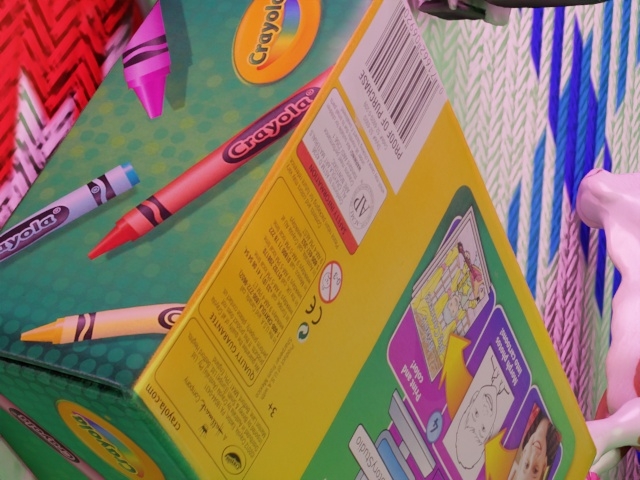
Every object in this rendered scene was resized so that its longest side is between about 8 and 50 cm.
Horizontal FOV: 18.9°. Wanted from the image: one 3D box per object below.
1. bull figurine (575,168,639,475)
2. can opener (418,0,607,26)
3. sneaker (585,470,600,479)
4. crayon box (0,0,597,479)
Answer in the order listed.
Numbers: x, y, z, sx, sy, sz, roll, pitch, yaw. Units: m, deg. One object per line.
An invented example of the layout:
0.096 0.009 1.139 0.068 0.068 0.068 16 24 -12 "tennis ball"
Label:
0.201 0.111 0.978 0.188 0.101 0.310 -33 93 -26 "bull figurine"
0.039 -0.134 0.719 0.283 0.095 0.076 5 88 -63 "can opener"
0.075 0.098 0.850 0.170 0.075 0.063 61 11 -15 "sneaker"
0.000 0.057 0.660 0.165 0.081 0.278 -60 143 -28 "crayon box"
